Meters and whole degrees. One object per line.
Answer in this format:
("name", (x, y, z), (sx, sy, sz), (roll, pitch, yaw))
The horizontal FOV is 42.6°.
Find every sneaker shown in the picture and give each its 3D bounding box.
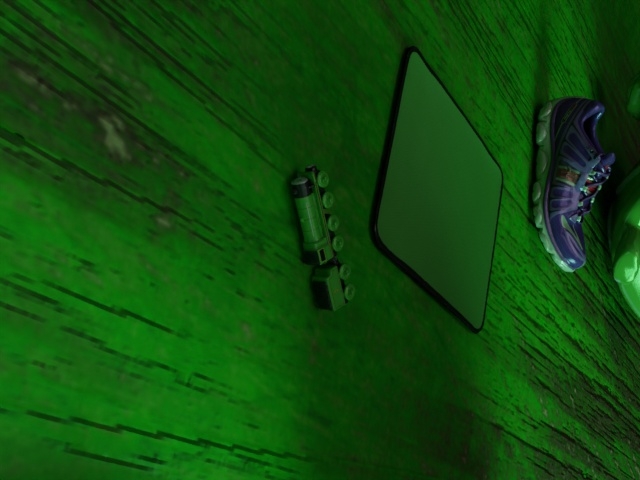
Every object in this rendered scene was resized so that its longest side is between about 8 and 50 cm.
("sneaker", (0.241, -0.055, 0.774), (0.068, 0.071, 0.170), (11, 79, -56))

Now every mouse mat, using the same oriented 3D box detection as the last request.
("mouse mat", (0.093, -0.031, 0.606), (0.189, 0.007, 0.153), (39, 56, -48))

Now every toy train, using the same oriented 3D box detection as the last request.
("toy train", (0.000, 0.000, 0.451), (0.023, 0.017, 0.083), (-30, 113, -42))

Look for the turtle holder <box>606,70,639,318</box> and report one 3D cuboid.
("turtle holder", (0.442, -0.030, 0.976), (0.320, 0.243, 0.227), (34, 32, -5))
